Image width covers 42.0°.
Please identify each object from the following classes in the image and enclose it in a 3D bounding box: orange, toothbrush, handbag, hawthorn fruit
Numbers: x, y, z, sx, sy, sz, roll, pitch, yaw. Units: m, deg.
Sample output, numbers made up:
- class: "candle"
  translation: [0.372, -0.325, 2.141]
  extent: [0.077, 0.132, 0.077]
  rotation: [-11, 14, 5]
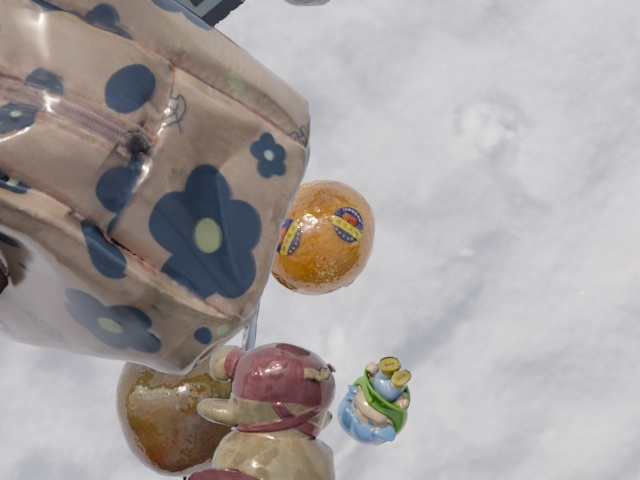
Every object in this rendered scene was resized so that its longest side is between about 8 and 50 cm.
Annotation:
- class: "orange"
  translation: [-0.001, -0.003, 1.211]
  extent: [0.155, 0.178, 0.178]
  rotation: [32, 102, -21]
- class: "toothbrush"
  translation: [-0.126, 0.169, 1.493]
  extent: [0.042, 0.035, 0.414]
  rotation: [1, 80, 22]
- class: "handbag"
  translation: [-0.155, -0.048, 0.459]
  extent: [0.193, 0.251, 0.190]
  rotation: [33, 69, -39]
- class: "hawthorn fruit"
  translation: [-0.266, 0.339, 1.641]
  extent: [0.267, 0.268, 0.301]
  rotation: [0, 111, -8]

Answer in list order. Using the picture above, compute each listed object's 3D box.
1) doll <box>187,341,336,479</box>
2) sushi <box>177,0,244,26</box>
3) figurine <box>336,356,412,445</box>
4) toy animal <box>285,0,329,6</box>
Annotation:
- class: "doll"
  translation: [-0.062, 0.258, 1.033]
  extent: [0.196, 0.152, 0.256]
  rotation: [0, 74, 7]
- class: "sushi"
  translation: [-0.088, -0.429, 0.849]
  extent: [0.343, 0.064, 0.359]
  rotation: [-39, 132, 3]
- class: "figurine"
  translation: [0.131, 0.363, 1.877]
  extent: [0.162, 0.143, 0.263]
  rotation: [42, 138, 19]
- class: "toy animal"
  translation: [-0.043, -0.374, 1.150]
  extent: [0.079, 0.253, 0.070]
  rotation: [-44, 76, 16]
